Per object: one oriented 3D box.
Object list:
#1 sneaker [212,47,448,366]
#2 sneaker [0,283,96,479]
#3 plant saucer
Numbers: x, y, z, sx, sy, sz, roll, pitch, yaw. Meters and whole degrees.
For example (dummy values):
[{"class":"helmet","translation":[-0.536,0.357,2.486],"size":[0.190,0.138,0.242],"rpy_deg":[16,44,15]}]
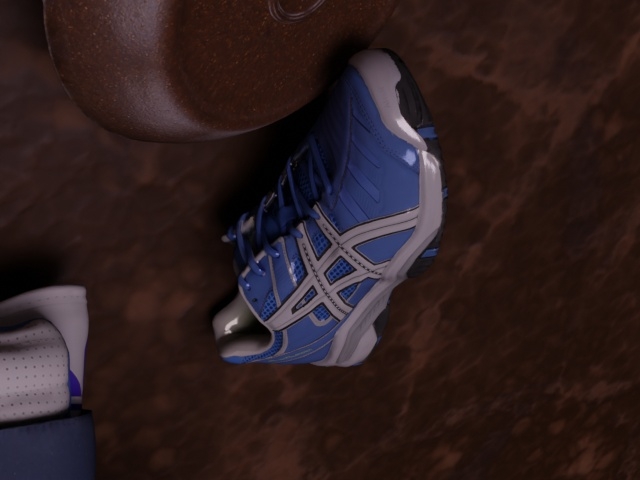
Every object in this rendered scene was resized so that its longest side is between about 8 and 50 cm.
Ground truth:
[{"class":"sneaker","translation":[0.000,0.000,0.486],"size":[0.081,0.080,0.211],"rpy_deg":[-7,139,-22]},{"class":"sneaker","translation":[-0.111,0.143,0.437],"size":[0.323,0.130,0.236],"rpy_deg":[26,74,-22]},{"class":"plant saucer","translation":[-0.015,-0.112,0.399],"size":[0.199,0.036,0.198],"rpy_deg":[-37,153,-23]}]
